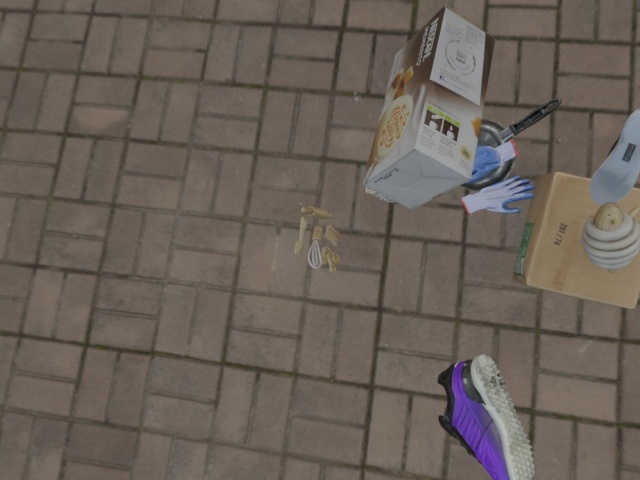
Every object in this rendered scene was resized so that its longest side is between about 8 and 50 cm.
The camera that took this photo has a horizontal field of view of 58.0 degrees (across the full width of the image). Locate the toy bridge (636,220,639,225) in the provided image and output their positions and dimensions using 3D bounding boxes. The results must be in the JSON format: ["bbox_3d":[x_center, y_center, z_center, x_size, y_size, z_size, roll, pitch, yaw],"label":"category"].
[{"bbox_3d":[0.571,-0.009,1.005,0.063,0.188,0.026,36,91,7],"label":"toy bridge"}]

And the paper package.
[{"bbox_3d":[0.725,-0.004,1.589,0.309,0.168,0.325,13,92,6],"label":"paper package"}]

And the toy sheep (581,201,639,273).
[{"bbox_3d":[0.438,-0.002,0.866,0.091,0.091,0.132,-26,120,1],"label":"toy sheep"}]

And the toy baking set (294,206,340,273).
[{"bbox_3d":[-0.001,-0.006,1.657,0.030,0.256,0.197,-20,71,28],"label":"toy baking set"}]

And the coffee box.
[{"bbox_3d":[0.158,-0.188,0.836,0.098,0.141,0.247,24,67,-19],"label":"coffee box"}]

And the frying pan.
[{"bbox_3d":[0.481,-0.242,1.532,0.326,0.053,0.197,-10,89,34],"label":"frying pan"}]

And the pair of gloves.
[{"bbox_3d":[0.379,-0.138,1.282,0.159,0.023,0.198,-18,61,11],"label":"pair of gloves"}]

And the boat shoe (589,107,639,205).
[{"bbox_3d":[0.629,-0.176,1.183,0.080,0.229,0.076,30,46,28],"label":"boat shoe"}]

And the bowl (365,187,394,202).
[{"bbox_3d":[0.203,-0.145,1.433,0.170,0.170,0.080,-40,106,-2],"label":"bowl"}]

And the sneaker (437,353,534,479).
[{"bbox_3d":[0.320,0.383,1.162,0.146,0.102,0.294,-24,80,37],"label":"sneaker"}]
